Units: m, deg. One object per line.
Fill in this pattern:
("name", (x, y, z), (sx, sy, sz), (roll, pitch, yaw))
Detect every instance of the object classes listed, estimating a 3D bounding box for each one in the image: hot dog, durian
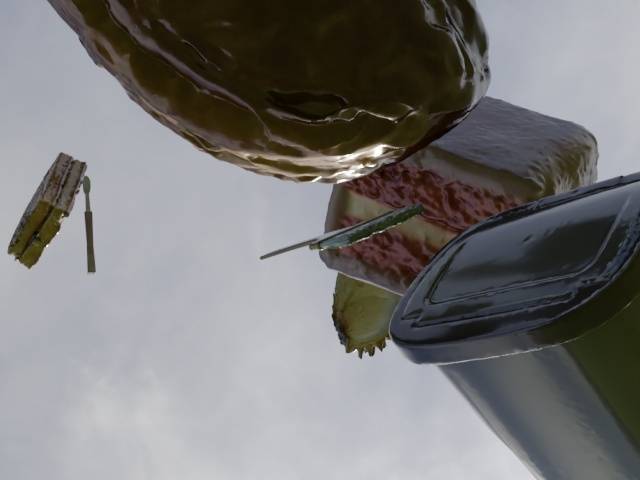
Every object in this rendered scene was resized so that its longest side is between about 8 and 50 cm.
("hot dog", (-0.044, -0.218, 0.482), (0.267, 0.174, 0.387), (-35, -76, -53))
("durian", (0.087, 0.082, 1.424), (0.139, 0.144, 0.252), (11, -102, -4))

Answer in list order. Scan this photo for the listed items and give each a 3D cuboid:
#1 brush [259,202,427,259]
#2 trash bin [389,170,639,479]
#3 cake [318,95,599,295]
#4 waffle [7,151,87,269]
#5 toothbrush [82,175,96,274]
("brush", (0.000, 0.000, 0.722), (0.083, 0.205, 0.011), (-23, -85, -31))
("trash bin", (0.227, 0.095, 0.671), (0.250, 0.220, 0.219), (52, -128, -17))
("cake", (0.185, -0.047, 1.088), (0.230, 0.309, 0.237), (-37, -40, -49))
("waffle", (-0.348, -0.041, 1.061), (0.042, 0.148, 0.102), (32, -65, -21))
("toothbrush", (-0.383, -0.028, 1.373), (0.014, 0.017, 0.194), (0, -126, -20))
